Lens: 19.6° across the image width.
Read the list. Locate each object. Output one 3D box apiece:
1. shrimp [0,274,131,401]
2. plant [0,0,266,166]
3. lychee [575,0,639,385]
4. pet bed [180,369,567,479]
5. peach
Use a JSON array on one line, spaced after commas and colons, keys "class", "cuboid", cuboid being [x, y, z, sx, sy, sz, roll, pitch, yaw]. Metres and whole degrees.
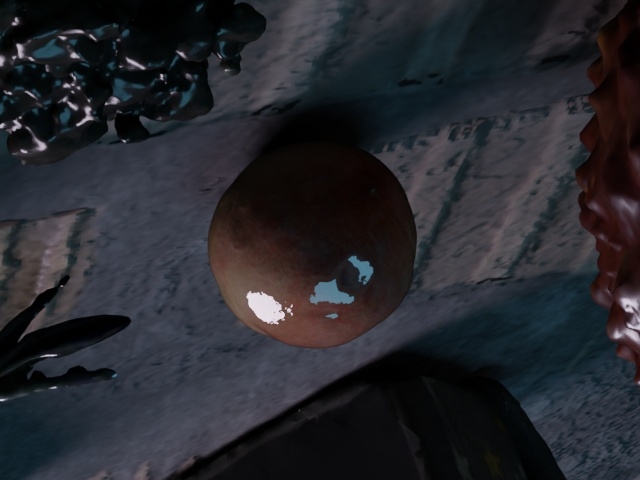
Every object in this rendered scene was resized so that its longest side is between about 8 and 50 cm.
[{"class": "shrimp", "cuboid": [-0.228, 0.116, 0.667, 0.372, 0.172, 0.137, -26, 151, 32]}, {"class": "plant", "cuboid": [-0.101, -0.056, 0.512, 0.174, 0.087, 0.085, -10, 120, -14]}, {"class": "lychee", "cuboid": [0.220, -0.019, 0.608, 0.275, 0.276, 0.304, -18, 177, -4]}, {"class": "pet bed", "cuboid": [0.029, 0.186, 1.013, 0.211, 0.183, 0.159, -34, 147, 25]}, {"class": "peach", "cuboid": [-0.002, 0.001, 0.705, 0.083, 0.083, 0.083, -17, 156, -8]}]
